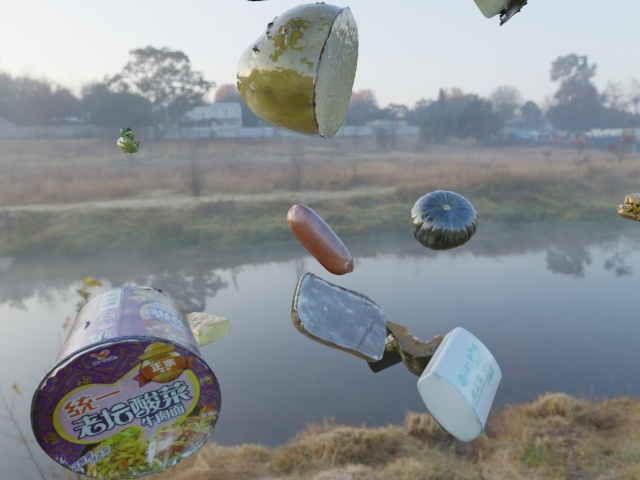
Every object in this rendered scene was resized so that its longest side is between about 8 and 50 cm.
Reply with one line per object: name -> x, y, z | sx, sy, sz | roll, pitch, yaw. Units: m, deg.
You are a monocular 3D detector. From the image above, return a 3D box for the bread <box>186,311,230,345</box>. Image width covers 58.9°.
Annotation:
bread -> -0.392, 0.281, 1.819 | 0.188, 0.068, 0.125 | 2, 16, 43

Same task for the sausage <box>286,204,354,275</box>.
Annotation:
sausage -> 0.000, 0.000, 1.245 | 0.077, 0.194, 0.077 | -40, 6, 5

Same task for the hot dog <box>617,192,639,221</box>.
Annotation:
hot dog -> 0.828, -0.078, 1.444 | 0.165, 0.071, 0.045 | 9, 33, -25

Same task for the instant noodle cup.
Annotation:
instant noodle cup -> -0.383, 0.265, 1.148 | 0.340, 0.340, 0.266 | -4, 25, -16

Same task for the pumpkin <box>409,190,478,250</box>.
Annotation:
pumpkin -> 0.458, -0.066, 2.114 | 0.250, 0.216, 0.250 | -11, 46, 11

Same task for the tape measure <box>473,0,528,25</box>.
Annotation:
tape measure -> 0.326, -0.509, 1.018 | 0.115, 0.235, 0.207 | -40, 15, 3

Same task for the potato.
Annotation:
potato -> -0.085, -0.519, 1.707 | 0.319, 0.385, 0.442 | 11, 15, 11

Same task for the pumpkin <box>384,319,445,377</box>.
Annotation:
pumpkin -> 0.293, 0.360, 1.861 | 0.248, 0.131, 0.126 | 13, 58, 25

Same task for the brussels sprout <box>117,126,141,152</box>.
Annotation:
brussels sprout -> -0.584, -0.301, 1.711 | 0.058, 0.085, 0.085 | -9, 7, 4

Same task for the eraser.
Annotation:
eraser -> 0.365, 0.362, 1.465 | 0.104, 0.189, 0.290 | -48, -8, 30

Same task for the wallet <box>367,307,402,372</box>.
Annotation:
wallet -> 0.211, 0.379, 2.140 | 0.146, 0.285, 0.030 | -27, 27, 3

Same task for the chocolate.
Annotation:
chocolate -> 0.033, 0.190, 1.345 | 0.254, 0.157, 0.080 | 26, -38, -21
